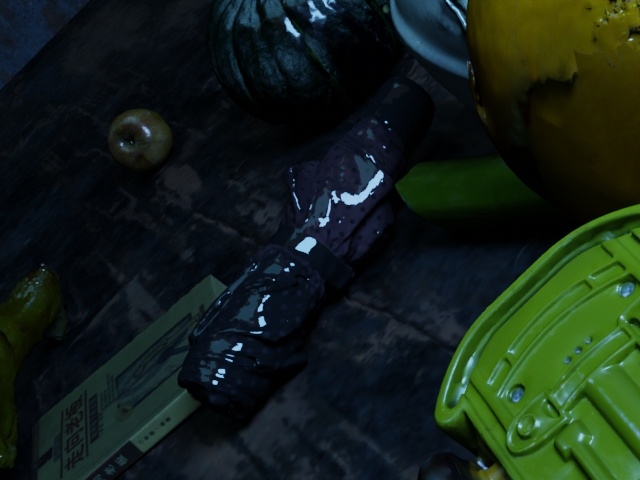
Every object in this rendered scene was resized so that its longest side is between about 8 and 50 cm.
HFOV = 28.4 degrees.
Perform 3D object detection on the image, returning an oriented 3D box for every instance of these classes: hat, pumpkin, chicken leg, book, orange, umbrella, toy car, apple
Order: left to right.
[{"bbox_3d":[-0.335,0.135,1.207,0.211,0.140,0.361,-55,14,46],"label":"chicken leg"},{"bbox_3d":[-0.166,0.139,1.120,0.231,0.026,0.161,-41,24,8],"label":"book"},{"bbox_3d":[-0.222,-0.124,1.566,0.084,0.084,0.071,-30,-4,27],"label":"apple"},{"bbox_3d":[-0.014,-0.219,1.300,0.220,0.162,0.220,-25,37,20],"label":"pumpkin"},{"bbox_3d":[0.000,0.000,1.017,0.326,0.094,0.090,-54,-18,-19],"label":"umbrella"},{"bbox_3d":[0.141,-0.151,0.940,0.301,0.257,0.168,166,119,-80],"label":"hat"},{"bbox_3d":[0.192,-0.114,0.634,0.246,0.246,0.246,-35,26,19],"label":"orange"},{"bbox_3d":[0.164,0.102,0.528,0.200,0.142,0.248,-43,33,12],"label":"toy car"}]

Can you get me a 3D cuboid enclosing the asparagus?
[{"bbox_3d":[0.154,-0.037,0.867,0.277,0.067,0.060,-6,67,59],"label":"asparagus"}]
